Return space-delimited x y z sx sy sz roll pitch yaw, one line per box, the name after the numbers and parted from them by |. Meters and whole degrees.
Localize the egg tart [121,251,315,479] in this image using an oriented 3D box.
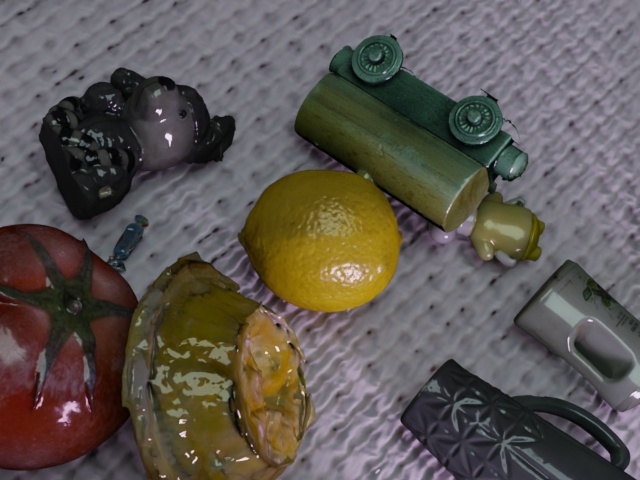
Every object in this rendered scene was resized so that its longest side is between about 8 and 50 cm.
-0.098 0.163 1.516 0.120 0.315 0.315 -11 62 25 | egg tart

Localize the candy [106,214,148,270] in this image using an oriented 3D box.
-0.235 0.004 1.697 0.030 0.020 0.083 30 60 0 | candy

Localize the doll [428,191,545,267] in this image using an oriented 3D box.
0.214 -0.022 1.801 0.162 0.062 0.106 18 59 -6 | doll

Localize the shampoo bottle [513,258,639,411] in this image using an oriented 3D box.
0.369 0.139 1.752 0.234 0.087 0.118 42 60 6 | shampoo bottle

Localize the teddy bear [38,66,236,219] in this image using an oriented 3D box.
-0.239 -0.147 1.701 0.251 0.144 0.171 -36 64 -28 | teddy bear

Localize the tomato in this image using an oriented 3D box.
-0.324 0.123 1.494 0.265 0.265 0.265 6 65 -12 | tomato

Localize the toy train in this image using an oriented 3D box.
0.116 -0.133 1.775 0.307 0.126 0.189 35 89 23 | toy train

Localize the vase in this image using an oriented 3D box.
0.246 0.266 1.641 0.301 0.156 0.251 39 47 11 | vase

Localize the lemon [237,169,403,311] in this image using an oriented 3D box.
0.000 0.000 1.672 0.203 0.178 0.178 1 66 -7 | lemon
